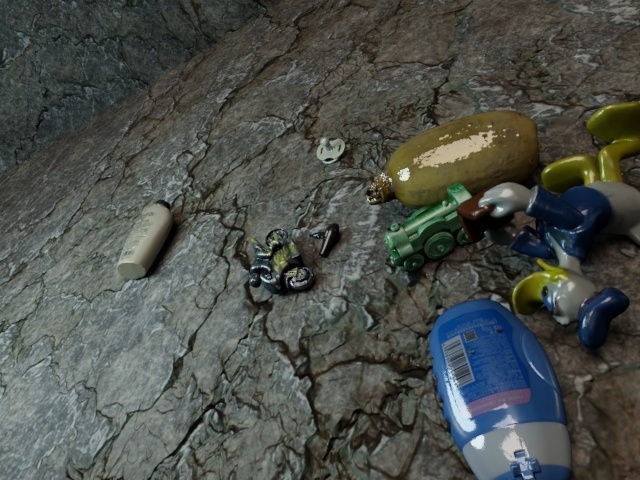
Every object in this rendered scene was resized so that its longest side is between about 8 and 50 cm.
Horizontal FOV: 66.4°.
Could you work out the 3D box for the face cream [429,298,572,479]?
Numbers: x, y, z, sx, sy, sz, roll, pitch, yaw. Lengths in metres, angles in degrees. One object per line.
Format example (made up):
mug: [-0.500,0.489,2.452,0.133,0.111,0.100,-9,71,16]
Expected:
face cream: [0.228,0.198,0.624,0.149,0.083,0.264,-20,39,14]

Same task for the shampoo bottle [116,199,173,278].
shampoo bottle: [-0.461,-0.015,1.311,0.127,0.078,0.257,-17,42,24]

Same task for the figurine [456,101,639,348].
figurine: [0.348,-0.014,0.704,0.283,0.205,0.339,4,58,2]

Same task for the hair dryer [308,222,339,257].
hair dryer: [0.000,0.000,1.046,0.083,0.031,0.079,-3,53,50]

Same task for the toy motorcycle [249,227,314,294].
toy motorcycle: [-0.097,0.050,1.017,0.124,0.061,0.193,-28,46,-8]

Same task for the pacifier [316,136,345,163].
pacifier: [0.019,-0.237,1.257,0.083,0.064,0.068,-2,64,32]

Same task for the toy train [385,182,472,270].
toy train: [0.196,-0.018,0.869,0.178,0.105,0.071,-28,42,4]

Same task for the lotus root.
lotus root: [0.244,-0.147,0.938,0.342,0.152,0.169,-14,40,16]
